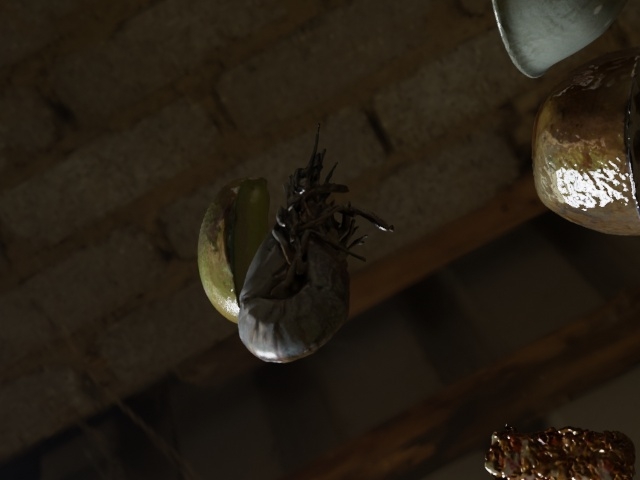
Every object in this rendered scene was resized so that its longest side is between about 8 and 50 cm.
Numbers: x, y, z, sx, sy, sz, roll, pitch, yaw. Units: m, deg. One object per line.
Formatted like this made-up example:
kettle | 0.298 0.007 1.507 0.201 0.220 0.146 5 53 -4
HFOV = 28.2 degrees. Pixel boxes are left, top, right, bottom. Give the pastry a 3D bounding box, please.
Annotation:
pastry | 0.267 0.242 1.395 0.169 0.087 0.063 -2 -178 30

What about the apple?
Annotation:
apple | -0.152 0.014 2.141 0.120 0.265 0.193 -3 171 13

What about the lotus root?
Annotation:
lotus root | 0.398 -0.139 1.796 0.192 0.272 0.272 4 -141 37

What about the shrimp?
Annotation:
shrimp | -0.008 -0.001 1.429 0.145 0.116 0.343 -32 -149 36

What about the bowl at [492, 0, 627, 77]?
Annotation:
bowl | 0.316 -0.359 1.543 0.146 0.313 0.313 -2 -146 28
